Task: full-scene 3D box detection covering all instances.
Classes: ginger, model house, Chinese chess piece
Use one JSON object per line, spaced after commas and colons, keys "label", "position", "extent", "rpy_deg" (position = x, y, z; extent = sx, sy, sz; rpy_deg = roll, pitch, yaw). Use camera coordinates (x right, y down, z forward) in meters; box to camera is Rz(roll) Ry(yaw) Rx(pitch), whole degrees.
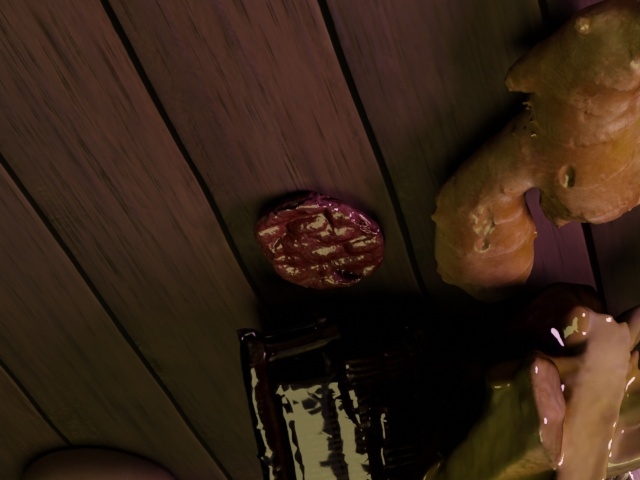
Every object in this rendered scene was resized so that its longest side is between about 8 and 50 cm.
{"label": "ginger", "position": [0.255, 0.236, 1.303], "extent": [0.413, 0.211, 0.358], "rpy_deg": [-2, 129, -58]}
{"label": "model house", "position": [0.065, 0.201, 1.503], "extent": [0.283, 0.297, 0.317], "rpy_deg": [-10, 103, 2]}
{"label": "Chinese chess piece", "position": [-0.339, 0.422, 1.856], "extent": [0.273, 0.102, 0.273], "rpy_deg": [3, 141, 2]}
{"label": "ginger", "position": [0.236, -0.089, 1.189], "extent": [0.363, 0.122, 0.348], "rpy_deg": [-12, 138, 28]}

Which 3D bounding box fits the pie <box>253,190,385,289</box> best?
{"label": "pie", "position": [0.000, 0.000, 1.367], "extent": [0.154, 0.038, 0.153], "rpy_deg": [3, 137, 3]}

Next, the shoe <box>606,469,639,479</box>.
{"label": "shoe", "position": [0.414, 0.323, 1.573], "extent": [0.351, 0.198, 0.172], "rpy_deg": [46, 128, 20]}
